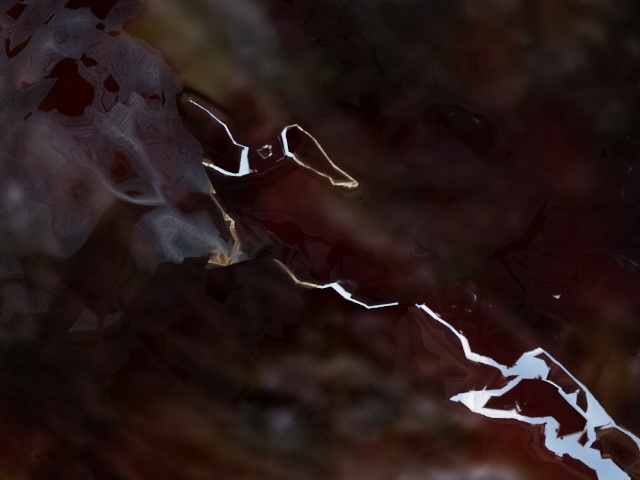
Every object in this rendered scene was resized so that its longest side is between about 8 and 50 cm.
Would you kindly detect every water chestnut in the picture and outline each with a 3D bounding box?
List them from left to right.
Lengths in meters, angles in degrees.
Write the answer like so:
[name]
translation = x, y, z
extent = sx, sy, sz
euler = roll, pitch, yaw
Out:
[water chestnut]
translation = 0.000, 0.000, 0.506
extent = 0.302, 0.350, 0.350
euler = -47, 170, 17
